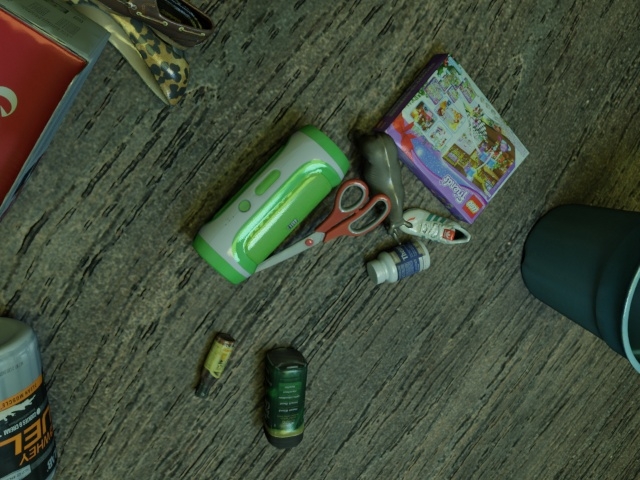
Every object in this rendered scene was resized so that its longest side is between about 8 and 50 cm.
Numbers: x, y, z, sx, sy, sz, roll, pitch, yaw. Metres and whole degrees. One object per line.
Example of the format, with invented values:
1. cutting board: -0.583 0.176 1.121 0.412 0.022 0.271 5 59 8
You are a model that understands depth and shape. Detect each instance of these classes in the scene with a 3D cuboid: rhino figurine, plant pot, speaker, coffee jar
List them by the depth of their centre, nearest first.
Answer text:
1. speaker: -0.087 -0.064 0.998 0.296 0.131 0.131 -47 115 -4
2. rhino figurine: 0.123 -0.100 1.081 0.073 0.106 0.243 -22 111 -14
3. coffee jar: -0.072 0.317 1.124 0.079 0.096 0.184 -2 104 -18
4. plant pot: 0.646 0.072 1.210 0.341 0.334 0.341 -6 106 -19

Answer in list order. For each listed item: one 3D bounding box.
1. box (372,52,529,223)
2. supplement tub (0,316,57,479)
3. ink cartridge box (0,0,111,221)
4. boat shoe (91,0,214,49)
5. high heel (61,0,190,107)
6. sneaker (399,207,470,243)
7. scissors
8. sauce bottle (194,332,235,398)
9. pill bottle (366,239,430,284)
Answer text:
1. box: 0.271 -0.201 1.139 0.293 0.057 0.201 41 86 -26
2. supplement tub: -0.531 0.297 0.884 0.194 0.193 0.315 -7 108 -20
3. ink cartridge box: -0.417 -0.154 0.722 0.130 0.272 0.309 30 108 -26
4. boat shoe: -0.249 -0.350 0.808 0.207 0.073 0.073 17 76 -43
5. high heel: -0.328 -0.298 0.853 0.261 0.093 0.186 -7 101 -29
6. sneaker: 0.240 -0.026 1.165 0.161 0.075 0.057 12 99 -24
7. scissors: 0.000 0.000 1.056 0.297 0.021 0.109 -42 117 15
8. sauce bottle: -0.206 0.244 1.082 0.042 0.042 0.128 21 98 -25
9. pill bottle: 0.159 0.047 1.158 0.120 0.067 0.067 -20 111 -16
